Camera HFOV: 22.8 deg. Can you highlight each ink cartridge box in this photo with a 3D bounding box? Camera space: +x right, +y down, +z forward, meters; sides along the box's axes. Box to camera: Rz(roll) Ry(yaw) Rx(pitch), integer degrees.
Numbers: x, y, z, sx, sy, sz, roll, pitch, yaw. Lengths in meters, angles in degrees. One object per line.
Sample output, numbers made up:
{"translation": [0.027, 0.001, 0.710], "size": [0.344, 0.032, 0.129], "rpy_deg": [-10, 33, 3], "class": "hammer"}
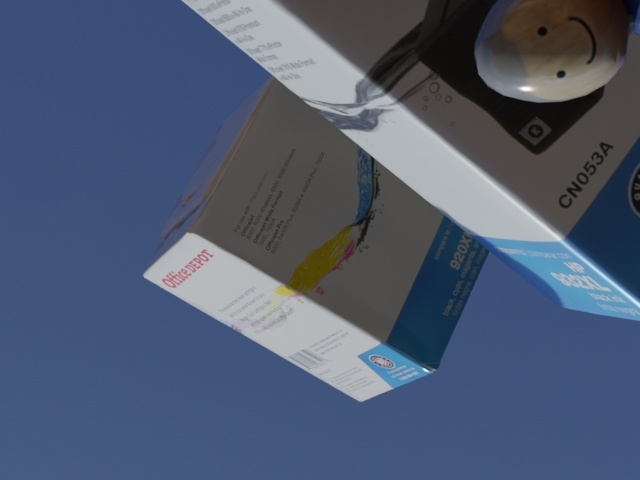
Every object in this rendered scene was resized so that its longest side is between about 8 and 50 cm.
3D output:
{"translation": [0.000, 0.000, 1.347], "size": [0.233, 0.171, 0.168], "rpy_deg": [31, -111, -11], "class": "ink cartridge box"}
{"translation": [0.095, -0.139, 0.785], "size": [0.307, 0.129, 0.223], "rpy_deg": [38, -97, -14], "class": "ink cartridge box"}

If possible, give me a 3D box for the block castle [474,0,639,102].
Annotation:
{"translation": [0.045, -0.259, 0.400], "size": [0.213, 0.303, 0.453], "rpy_deg": [-25, -77, 3], "class": "block castle"}
